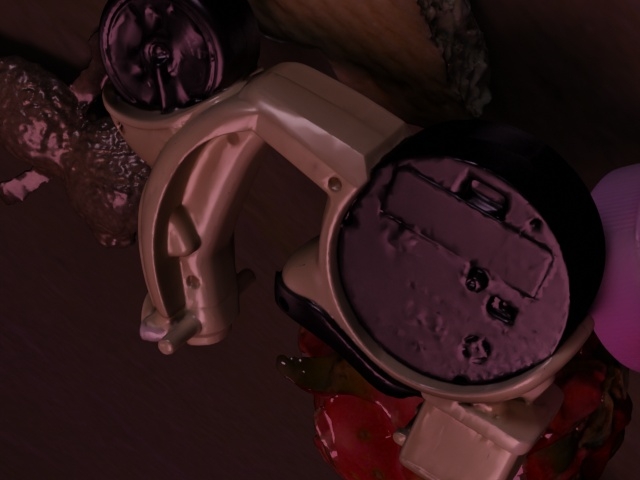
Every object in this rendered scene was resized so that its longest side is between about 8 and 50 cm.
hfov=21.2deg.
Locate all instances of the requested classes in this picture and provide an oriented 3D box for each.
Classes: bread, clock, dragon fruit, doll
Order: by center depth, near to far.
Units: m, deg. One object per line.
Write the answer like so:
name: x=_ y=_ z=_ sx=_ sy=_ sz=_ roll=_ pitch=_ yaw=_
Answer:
bread: x=0.026 y=-0.167 z=1.133 sx=0.232 sy=0.064 sz=0.172 roll=30 pitch=152 yaw=-6
clock: x=0.000 y=0.000 z=1.149 sx=0.379 sy=0.120 sz=0.276 roll=29 pitch=124 yaw=17
dragon fruit: x=0.105 y=0.116 z=1.349 sx=0.231 sy=0.237 sz=0.303 roll=58 pitch=153 yaw=-9
doll: x=-0.247 y=-0.104 z=1.420 sx=0.286 sy=0.091 sz=0.202 roll=11 pitch=114 yaw=6

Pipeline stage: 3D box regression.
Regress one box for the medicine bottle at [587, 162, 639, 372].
medicine bottle: x=0.305 y=0.004 z=1.089 sx=0.254 sy=0.152 sz=0.152 roll=-10 pitch=133 yaw=47
